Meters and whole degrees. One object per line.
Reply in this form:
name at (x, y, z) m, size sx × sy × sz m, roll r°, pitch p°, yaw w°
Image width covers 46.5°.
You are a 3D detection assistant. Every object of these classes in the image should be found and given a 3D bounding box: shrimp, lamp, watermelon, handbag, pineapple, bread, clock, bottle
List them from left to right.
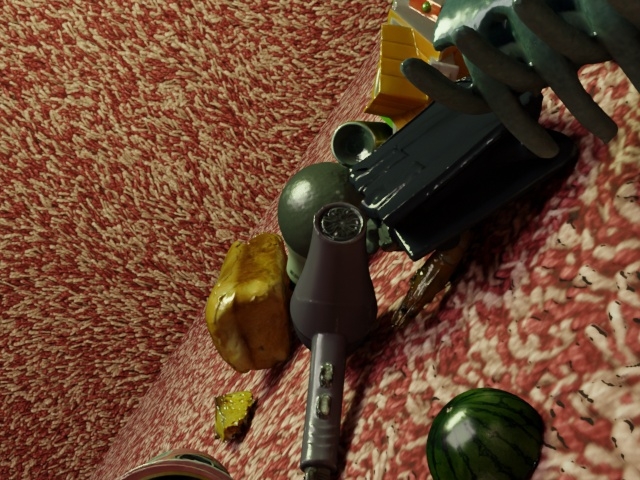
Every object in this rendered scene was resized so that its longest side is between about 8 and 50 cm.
pineapple at (-0.176, 0.336, 1.392) m, size 0.114 × 0.077 × 0.114 m, roll -68°, pitch 2°, yaw -58°
bread at (-0.135, 0.119, 1.484) m, size 0.344 × 0.149 × 0.195 m, roll -92°, pitch -7°, yaw -71°
lamp at (0.013, 0.006, 1.357) m, size 0.182 × 0.182 × 0.314 m, roll -73°, pitch -12°, yaw -53°
bottle at (0.094, -0.179, 1.376) m, size 0.082 × 0.082 × 0.286 m, roll -54°, pitch -8°, yaw 16°
clock at (0.165, -0.273, 1.231) m, size 0.309 × 0.166 × 0.235 m, roll -83°, pitch 4°, yaw -56°
shrimp at (0.134, 0.042, 0.925) m, size 0.162 × 0.045 × 0.095 m, roll -52°, pitch 10°, yaw -5°
handbag at (0.149, -0.083, 0.945) m, size 0.269 × 0.118 × 0.325 m, roll -36°, pitch 13°, yaw 6°
watermelon at (0.125, 0.162, 0.611) m, size 0.105 × 0.062 × 0.105 m, roll -45°, pitch 13°, yaw 14°

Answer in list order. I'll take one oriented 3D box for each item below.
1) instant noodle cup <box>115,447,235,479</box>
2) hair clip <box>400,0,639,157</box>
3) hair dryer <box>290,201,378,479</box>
instant noodle cup at (-0.193, 0.389, 1.009) m, size 0.244 × 0.244 × 0.255 m, roll -59°, pitch 3°, yaw -7°
hair clip at (0.245, -0.236, 0.631) m, size 0.318 × 0.392 × 0.238 m, roll -17°, pitch 49°, yaw 48°
hair dryer at (0.012, 0.163, 0.914) m, size 0.301 × 0.121 × 0.361 m, roll 92°, pitch -178°, yaw -57°
